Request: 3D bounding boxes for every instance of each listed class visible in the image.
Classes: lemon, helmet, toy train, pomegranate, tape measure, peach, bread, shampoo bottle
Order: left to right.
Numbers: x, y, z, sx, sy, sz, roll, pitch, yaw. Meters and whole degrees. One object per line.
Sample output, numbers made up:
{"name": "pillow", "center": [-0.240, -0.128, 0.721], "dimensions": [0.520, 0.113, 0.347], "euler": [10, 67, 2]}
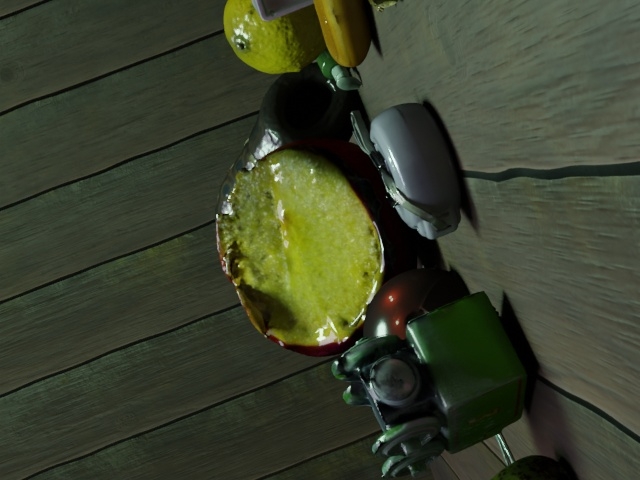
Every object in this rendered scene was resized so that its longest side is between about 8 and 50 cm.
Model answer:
{"name": "lemon", "center": [-0.072, -0.396, 2.081], "dimensions": [0.192, 0.231, 0.192], "euler": [32, 146, 26]}
{"name": "peach", "center": [0.000, 0.000, 2.108], "dimensions": [0.416, 0.339, 0.353], "euler": [73, -158, -55]}
{"name": "shampoo bottle", "center": [0.017, -0.358, 2.187], "dimensions": [0.065, 0.065, 0.204], "euler": [73, 175, -51]}
{"name": "bread", "center": [0.027, -0.372, 1.765], "dimensions": [0.092, 0.074, 0.239], "euler": [46, 164, 38]}
{"name": "tape measure", "center": [0.123, -0.103, 1.626], "dimensions": [0.196, 0.105, 0.178], "euler": [-115, 6, -65]}
{"name": "helmet", "center": [0.168, 0.145, 1.903], "dimensions": [0.189, 0.193, 0.216], "euler": [83, -152, -74]}
{"name": "toy train", "center": [0.162, 0.210, 1.651], "dimensions": [0.307, 0.249, 0.173], "euler": [74, 171, -65]}
{"name": "pomegranate", "center": [0.301, 0.373, 1.596], "dimensions": [0.163, 0.138, 0.125], "euler": [39, 167, -4]}

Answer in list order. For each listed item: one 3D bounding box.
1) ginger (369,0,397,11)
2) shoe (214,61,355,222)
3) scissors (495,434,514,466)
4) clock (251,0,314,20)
{"name": "ginger", "center": [0.076, -0.332, 1.529], "dimensions": [0.057, 0.044, 0.137], "euler": [40, -169, -14]}
{"name": "shoe", "center": [-0.070, -0.170, 2.276], "dimensions": [0.171, 0.384, 0.237], "euler": [36, 170, 13]}
{"name": "scissors", "center": [0.298, 0.309, 2.096], "dimensions": [0.144, 0.017, 0.248], "euler": [77, 170, -70]}
{"name": "clock", "center": [-0.061, -0.478, 1.903], "dimensions": [0.063, 0.150, 0.197], "euler": [-120, 9, -53]}
